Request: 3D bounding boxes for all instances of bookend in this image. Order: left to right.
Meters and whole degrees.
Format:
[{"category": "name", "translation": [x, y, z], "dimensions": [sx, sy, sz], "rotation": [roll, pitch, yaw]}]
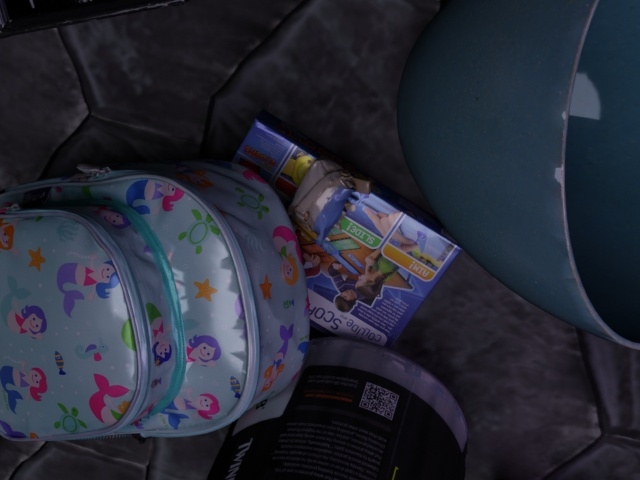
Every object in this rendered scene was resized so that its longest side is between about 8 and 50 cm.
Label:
[{"category": "bookend", "translation": [-0.185, -0.248, 0.836], "dimensions": [0.157, 0.072, 0.156], "rotation": [-7, 110, 11]}]

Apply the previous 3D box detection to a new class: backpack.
[{"category": "backpack", "translation": [-0.143, 0.047, 0.853], "dimensions": [0.253, 0.191, 0.225], "rotation": [-5, 97, 25]}]

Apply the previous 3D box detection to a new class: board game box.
[{"category": "board game box", "translation": [0.000, 0.000, 0.928], "dimensions": [0.201, 0.035, 0.136], "rotation": [32, 113, -5]}]

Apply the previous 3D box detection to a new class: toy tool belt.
[{"category": "toy tool belt", "translation": [0.003, -0.023, 0.871], "dimensions": [0.051, 0.052, 0.083], "rotation": [31, 113, 5]}]

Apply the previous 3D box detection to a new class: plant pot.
[{"category": "plant pot", "translation": [0.168, -0.089, 0.762], "dimensions": [0.195, 0.290, 0.290], "rotation": [14, 120, 44]}]

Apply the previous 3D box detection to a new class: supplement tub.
[{"category": "supplement tub", "translation": [-0.007, 0.252, 0.852], "dimensions": [0.207, 0.338, 0.207], "rotation": [9, 126, 12]}]

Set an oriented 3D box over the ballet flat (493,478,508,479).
[{"category": "ballet flat", "translation": [0.265, 0.337, 0.988], "dimensions": [0.124, 0.116, 0.342], "rotation": [-27, 101, -3]}]
